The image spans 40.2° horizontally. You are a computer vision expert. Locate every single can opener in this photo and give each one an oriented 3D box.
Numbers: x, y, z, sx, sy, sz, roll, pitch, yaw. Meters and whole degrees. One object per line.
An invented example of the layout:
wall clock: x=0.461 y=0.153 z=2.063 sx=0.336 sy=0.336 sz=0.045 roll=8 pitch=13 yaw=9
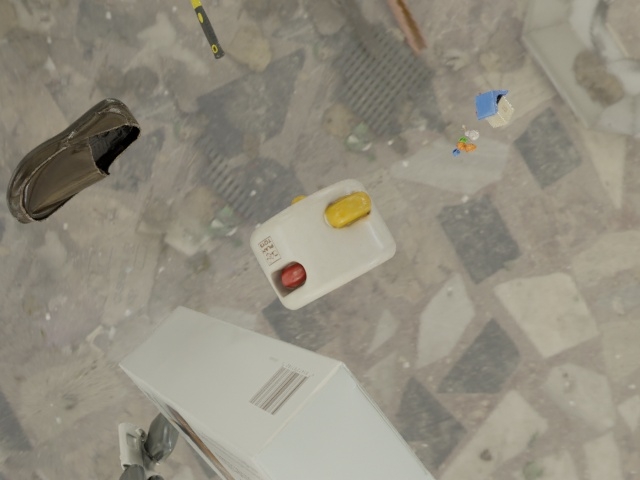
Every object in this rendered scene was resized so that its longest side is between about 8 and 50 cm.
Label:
can opener: x=-0.248 y=0.347 z=1.262 sx=0.074 sy=0.280 sz=0.093 roll=35 pitch=106 yaw=-27

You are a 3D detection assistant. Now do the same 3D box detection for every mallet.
mallet: x=-0.206 y=-0.376 z=1.406 sx=0.039 sy=0.062 sz=0.190 roll=-17 pitch=89 yaw=-60

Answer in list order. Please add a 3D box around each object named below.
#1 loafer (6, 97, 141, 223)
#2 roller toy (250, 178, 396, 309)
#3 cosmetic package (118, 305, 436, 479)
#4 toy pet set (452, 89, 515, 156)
loafer: x=-0.330 y=-0.106 z=1.182 sx=0.220 sy=0.078 sz=0.080 roll=-50 pitch=138 yaw=-15
roller toy: x=0.000 y=0.000 z=1.289 sx=0.191 sy=0.209 sz=0.146 roll=-29 pitch=88 yaw=5
cosmetic package: x=-0.014 y=0.207 z=0.771 sx=0.097 sy=0.377 sz=0.284 roll=-46 pitch=109 yaw=-17
toy pet set: x=0.284 y=-0.227 z=1.581 sx=0.065 sy=0.114 sz=0.122 roll=44 pitch=60 yaw=-23
